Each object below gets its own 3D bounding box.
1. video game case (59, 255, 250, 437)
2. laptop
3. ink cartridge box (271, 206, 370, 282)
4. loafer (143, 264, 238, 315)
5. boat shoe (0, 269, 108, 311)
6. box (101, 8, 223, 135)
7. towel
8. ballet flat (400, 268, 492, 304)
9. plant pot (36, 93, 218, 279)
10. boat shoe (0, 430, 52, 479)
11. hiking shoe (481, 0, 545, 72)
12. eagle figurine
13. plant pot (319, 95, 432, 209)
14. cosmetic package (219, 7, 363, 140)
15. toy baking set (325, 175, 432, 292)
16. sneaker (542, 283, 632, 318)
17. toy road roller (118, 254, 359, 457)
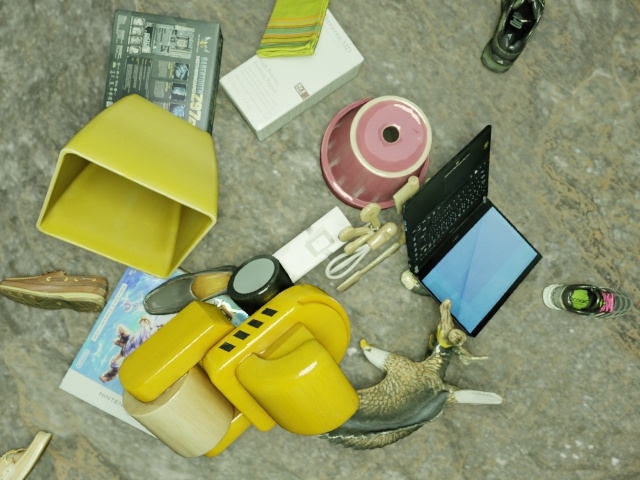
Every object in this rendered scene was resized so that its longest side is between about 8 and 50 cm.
[{"bbox_3d":[-0.272,0.189,0.858,0.244,0.061,0.270,29,86,-4],"label":"video game case"},{"bbox_3d":[0.271,-0.012,0.835,0.136,0.265,0.234,31,63,36],"label":"laptop"},{"bbox_3d":[0.000,0.000,0.862,0.180,0.104,0.060,-37,89,-5],"label":"ink cartridge box"},{"bbox_3d":[-0.212,0.079,0.806,0.169,0.061,0.062,-21,87,-9],"label":"loafer"},{"bbox_3d":[-0.460,0.084,0.851,0.177,0.064,0.060,6,57,-6],"label":"boat shoe"},{"bbox_3d":[-0.279,-0.277,0.869,0.183,0.059,0.233,6,88,-3],"label":"box"},{"bbox_3d":[-0.037,-0.411,0.851,0.102,0.021,0.238,4,64,17],"label":"towel"},{"bbox_3d":[0.234,0.083,0.905,0.172,0.049,0.058,13,88,-4],"label":"ballet flat"},{"bbox_3d":[-0.279,-0.096,0.767,0.212,0.212,0.187,26,49,-24],"label":"plant pot"},{"bbox_3d":[-0.529,0.391,0.831,0.059,0.063,0.170,37,87,-9],"label":"boat shoe"},{"bbox_3d":[0.379,-0.427,0.897,0.086,0.114,0.227,20,87,-4],"label":"hiking shoe"},{"bbox_3d":[0.125,0.258,0.827,0.298,0.225,0.226,-44,113,-15],"label":"eagle figurine"},{"bbox_3d":[0.101,-0.157,0.836,0.201,0.180,0.202,0,89,-4],"label":"plant pot"},{"bbox_3d":[-0.050,-0.294,0.876,0.231,0.085,0.117,-37,91,-3],"label":"cosmetic package"},{"bbox_3d":[0.098,-0.011,0.840,0.196,0.256,0.030,-23,59,-24],"label":"toy baking set"},{"bbox_3d":[0.512,0.115,0.914,0.170,0.075,0.063,8,88,-4],"label":"sneaker"},{"bbox_3d":[-0.097,0.199,0.710,0.329,0.240,0.203,-39,126,-13],"label":"toy road roller"}]
